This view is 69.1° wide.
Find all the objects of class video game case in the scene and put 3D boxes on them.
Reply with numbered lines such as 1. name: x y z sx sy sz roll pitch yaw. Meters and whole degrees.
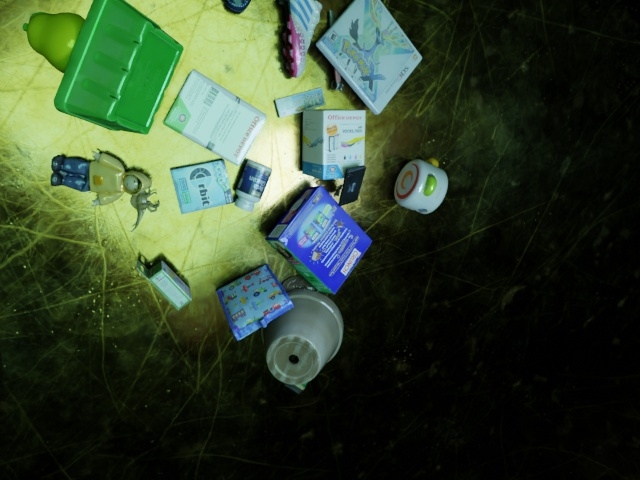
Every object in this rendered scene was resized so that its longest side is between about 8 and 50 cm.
1. video game case: 0.183 -0.671 1.650 0.329 0.036 0.300 43 75 -24

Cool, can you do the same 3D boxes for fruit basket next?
1. fruit basket: -0.646 -0.528 1.360 0.392 0.283 0.391 -1 86 20

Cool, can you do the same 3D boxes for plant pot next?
1. plant pot: -0.082 0.374 1.705 0.323 0.280 0.323 1 104 6

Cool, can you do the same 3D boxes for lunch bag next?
1. lunch bag: -0.229 0.228 1.657 0.221 0.293 0.138 -28 112 -9

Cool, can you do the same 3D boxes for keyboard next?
1. keyboard: 0.096 -0.189 1.637 0.108 0.023 0.180 -20 148 -22

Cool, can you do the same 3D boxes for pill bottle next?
1. pill bottle: -0.243 -0.191 1.643 0.094 0.094 0.169 19 98 -23

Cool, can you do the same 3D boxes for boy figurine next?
1. boy figurine: -0.689 -0.188 1.476 0.285 0.092 0.177 11 102 -11

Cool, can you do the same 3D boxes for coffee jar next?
1. coffee jar: -0.070 0.539 1.919 0.096 0.079 0.184 41 89 -25

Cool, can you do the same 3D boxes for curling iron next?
1. curling iron: 0.046 -0.662 1.634 0.035 0.068 0.273 -11 103 -15

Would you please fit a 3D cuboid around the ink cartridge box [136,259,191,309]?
1. ink cartridge box: -0.544 0.137 1.623 0.062 0.109 0.209 -40 113 -5

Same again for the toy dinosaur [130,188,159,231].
1. toy dinosaur: -0.598 -0.120 1.573 0.093 0.053 0.183 2 97 -4

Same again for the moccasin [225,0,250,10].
1. moccasin: -0.245 -0.897 1.428 0.138 0.117 0.341 2 104 -20

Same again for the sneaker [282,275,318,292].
1. sneaker: -0.055 0.176 1.825 0.189 0.071 0.066 -7 107 -18

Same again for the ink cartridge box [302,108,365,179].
1. ink cartridge box: 0.045 -0.345 1.648 0.171 0.168 0.232 -7 107 -26

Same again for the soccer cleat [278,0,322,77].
1. soccer cleat: -0.056 -0.718 1.546 0.143 0.116 0.331 -10 108 -17

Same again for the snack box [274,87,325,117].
1. snack box: -0.071 -0.492 1.656 0.178 0.022 0.064 -19 111 -13

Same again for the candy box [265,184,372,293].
1. candy box: 0.000 0.000 1.733 0.317 0.122 0.268 46 69 -23

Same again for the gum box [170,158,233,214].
1. gum box: -0.410 -0.188 1.614 0.185 0.041 0.156 -14 109 -14

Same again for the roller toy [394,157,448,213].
1. roller toy: 0.394 -0.208 1.809 0.146 0.209 0.191 18 134 -23

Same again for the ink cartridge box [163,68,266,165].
1. ink cartridge box: -0.347 -0.400 1.535 0.273 0.115 0.198 29 95 -24
